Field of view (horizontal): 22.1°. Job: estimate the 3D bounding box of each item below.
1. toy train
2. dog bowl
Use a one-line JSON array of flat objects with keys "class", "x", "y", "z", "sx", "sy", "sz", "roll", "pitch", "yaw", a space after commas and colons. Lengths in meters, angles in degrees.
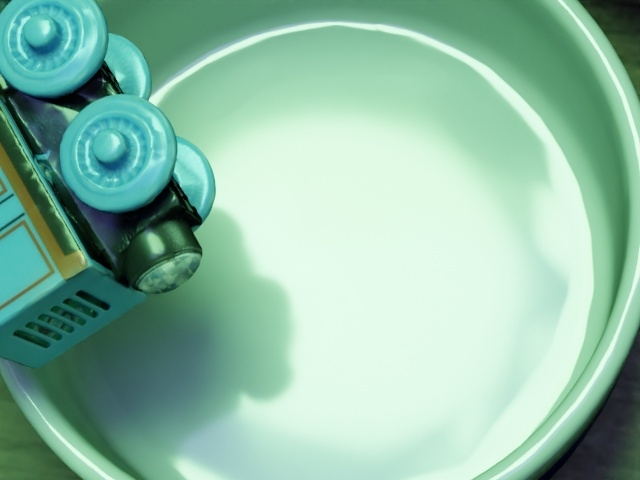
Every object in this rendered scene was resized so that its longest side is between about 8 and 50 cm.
[{"class": "toy train", "x": -0.115, "y": -0.047, "z": 0.600, "sx": 0.105, "sy": 0.080, "sz": 0.184, "roll": -33, "pitch": 73, "yaw": 2}, {"class": "dog bowl", "x": 0.000, "y": 0.000, "z": 0.668, "sx": 0.265, "sy": 0.104, "sz": 0.265, "roll": -2, "pitch": 74, "yaw": 6}]
